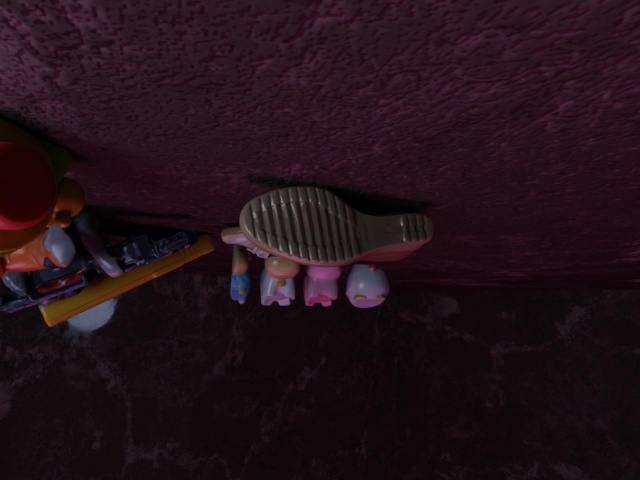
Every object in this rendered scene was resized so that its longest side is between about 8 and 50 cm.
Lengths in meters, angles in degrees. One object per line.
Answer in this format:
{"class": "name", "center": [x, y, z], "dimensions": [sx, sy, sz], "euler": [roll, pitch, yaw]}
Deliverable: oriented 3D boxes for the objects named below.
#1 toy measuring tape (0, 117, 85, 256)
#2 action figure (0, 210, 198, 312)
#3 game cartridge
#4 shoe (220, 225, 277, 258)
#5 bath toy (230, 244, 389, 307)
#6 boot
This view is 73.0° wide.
{"class": "toy measuring tape", "center": [-0.299, -0.051, 0.288], "dimensions": [0.122, 0.121, 0.330], "euler": [1, 171, 17]}
{"class": "action figure", "center": [-0.381, -0.009, 0.662], "dimensions": [0.341, 0.178, 0.330], "euler": [-20, -177, -10]}
{"class": "game cartridge", "center": [-0.417, 0.078, 0.924], "dimensions": [0.324, 0.052, 0.285], "euler": [-25, -172, -31]}
{"class": "shoe", "center": [-0.070, 0.009, 0.777], "dimensions": [0.219, 0.058, 0.076], "euler": [5, 172, -5]}
{"class": "bath toy", "center": [-0.015, 0.067, 0.935], "dimensions": [0.348, 0.129, 0.151], "euler": [6, 152, -16]}
{"class": "boot", "center": [0.000, 0.000, 0.573], "dimensions": [0.249, 0.090, 0.207], "euler": [3, 170, -22]}
